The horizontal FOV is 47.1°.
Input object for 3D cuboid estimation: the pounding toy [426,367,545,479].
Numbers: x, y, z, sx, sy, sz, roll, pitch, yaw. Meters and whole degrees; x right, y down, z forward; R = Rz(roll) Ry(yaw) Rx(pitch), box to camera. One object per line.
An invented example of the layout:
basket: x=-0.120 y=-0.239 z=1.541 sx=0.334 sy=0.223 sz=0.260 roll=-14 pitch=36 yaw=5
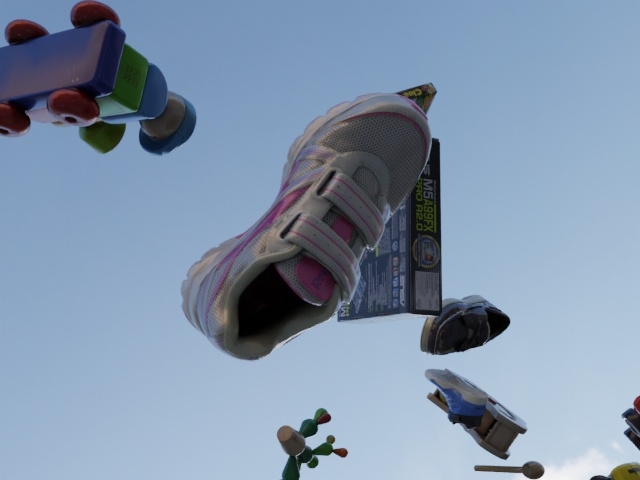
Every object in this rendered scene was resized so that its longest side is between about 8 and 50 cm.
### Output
pounding toy: x=0.326 y=0.401 z=1.510 sx=0.155 sy=0.269 sz=0.154 roll=-57 pitch=-34 yaw=4

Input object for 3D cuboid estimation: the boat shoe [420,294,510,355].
boat shoe: x=0.293 y=0.170 z=1.457 sx=0.285 sy=0.092 sz=0.102 roll=-7 pitch=-71 yaw=-54

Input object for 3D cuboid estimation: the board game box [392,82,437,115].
board game box: x=0.132 y=-0.199 z=1.451 sx=0.136 sy=0.259 sz=0.030 roll=-24 pitch=-114 yaw=-24

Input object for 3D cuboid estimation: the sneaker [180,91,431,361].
sneaker: x=0.000 y=0.000 z=0.559 sx=0.103 sy=0.111 sz=0.252 roll=36 pitch=-83 yaw=-26

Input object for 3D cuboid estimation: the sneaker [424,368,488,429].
sneaker: x=0.254 y=0.310 z=1.420 sx=0.058 sy=0.152 sz=0.084 roll=-1 pitch=-75 yaw=-41

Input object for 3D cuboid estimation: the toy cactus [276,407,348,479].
toy cactus: x=-0.035 y=0.429 z=1.474 sx=0.219 sy=0.112 sz=0.180 roll=-57 pitch=-36 yaw=-23

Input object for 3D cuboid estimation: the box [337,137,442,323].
box: x=0.103 y=-0.009 z=1.155 sx=0.060 sy=0.216 sz=0.270 roll=7 pitch=-103 yaw=-27

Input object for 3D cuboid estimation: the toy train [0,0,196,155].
toy train: x=-0.250 y=-0.129 z=0.701 sx=0.143 sy=0.248 sz=0.105 roll=33 pitch=-120 yaw=-54

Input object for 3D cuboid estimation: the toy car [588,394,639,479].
toy car: x=0.282 y=0.147 z=0.531 sx=0.225 sy=0.053 sz=0.239 roll=-16 pitch=-40 yaw=-23
